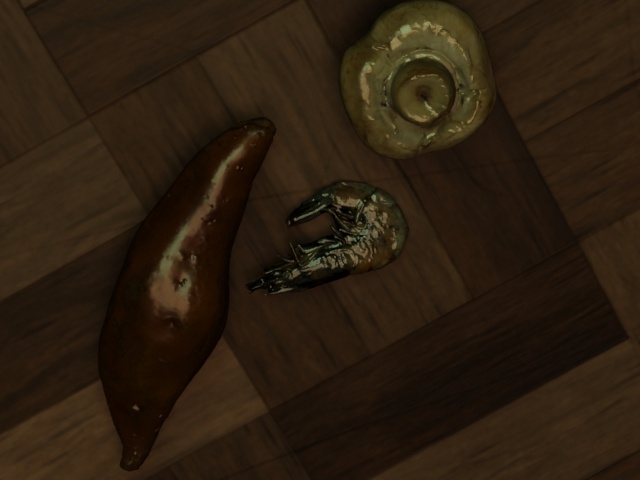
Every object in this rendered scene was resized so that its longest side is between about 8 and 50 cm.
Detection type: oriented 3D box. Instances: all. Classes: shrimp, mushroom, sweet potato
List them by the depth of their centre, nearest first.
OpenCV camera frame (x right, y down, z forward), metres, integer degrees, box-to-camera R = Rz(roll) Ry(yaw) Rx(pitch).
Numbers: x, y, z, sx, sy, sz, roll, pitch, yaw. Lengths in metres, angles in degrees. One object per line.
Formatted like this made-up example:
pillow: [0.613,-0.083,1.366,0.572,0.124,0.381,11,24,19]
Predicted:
mushroom: [0.086,-0.141,1.677,0.148,0.112,0.148,0,114,0]
sweet potato: [-0.135,0.052,1.719,0.112,0.112,0.359,14,108,-9]
shrimp: [0.000,0.000,1.757,0.161,0.034,0.091,-22,96,-5]
